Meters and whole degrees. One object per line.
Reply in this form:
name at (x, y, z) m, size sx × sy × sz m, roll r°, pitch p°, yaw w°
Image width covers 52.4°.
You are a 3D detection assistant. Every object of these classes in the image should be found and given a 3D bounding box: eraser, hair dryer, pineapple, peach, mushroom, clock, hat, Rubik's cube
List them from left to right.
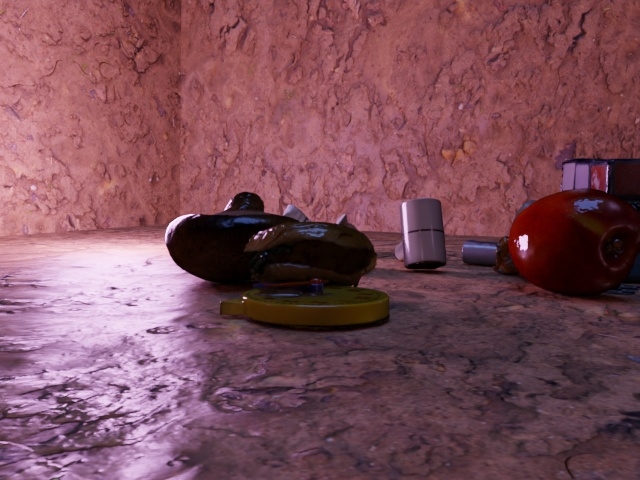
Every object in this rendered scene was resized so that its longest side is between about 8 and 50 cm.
mushroom at (-0.202, 0.007, 1.608) m, size 0.345 × 0.239 × 0.345 m, roll -26°, pitch 2°, yaw 1°
clock at (-0.013, 0.106, 1.223) m, size 0.293 × 0.071 × 0.277 m, roll 3°, pitch 4°, yaw 17°
hat at (0.000, -0.008, 2.425) m, size 0.257 × 0.168 × 0.301 m, roll 13°, pitch -15°, yaw 33°
hair dryer at (0.294, 0.008, 2.068) m, size 0.128 × 0.203 × 0.362 m, roll -2°, pitch -12°, yaw -8°
eraser at (0.603, 0.044, 2.153) m, size 0.226 × 0.081 × 0.174 m, roll 3°, pitch 1°, yaw 29°
pineapple at (0.632, 0.060, 1.908) m, size 0.236 × 0.115 × 0.186 m, roll 16°, pitch 11°, yaw 34°
peach at (0.576, -0.003, 1.571) m, size 0.201 × 0.258 × 0.361 m, roll -1°, pitch 11°, yaw -34°
Rubik's cube at (0.936, -0.065, 1.931) m, size 0.363 × 0.363 × 0.359 m, roll 3°, pitch 2°, yaw -1°

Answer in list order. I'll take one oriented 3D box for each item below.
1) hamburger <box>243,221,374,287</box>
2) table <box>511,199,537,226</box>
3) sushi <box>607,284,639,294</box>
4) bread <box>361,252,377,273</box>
hamburger at (-0.006, 0.034, 1.403) m, size 0.211 × 0.133 × 0.308 m, roll -12°, pitch -16°, yaw 39°
table at (0.644, -0.015, 1.755) m, size 0.126 × 0.127 × 0.220 m, roll -2°, pitch 23°, yaw -36°
sushi at (0.715, 0.101, 1.697) m, size 0.210 × 0.040 × 0.192 m, roll 4°, pitch 5°, yaw 32°
bread at (0.110, 0.066, 1.924) m, size 0.088 × 0.049 × 0.226 m, roll 3°, pitch 5°, yaw 16°
